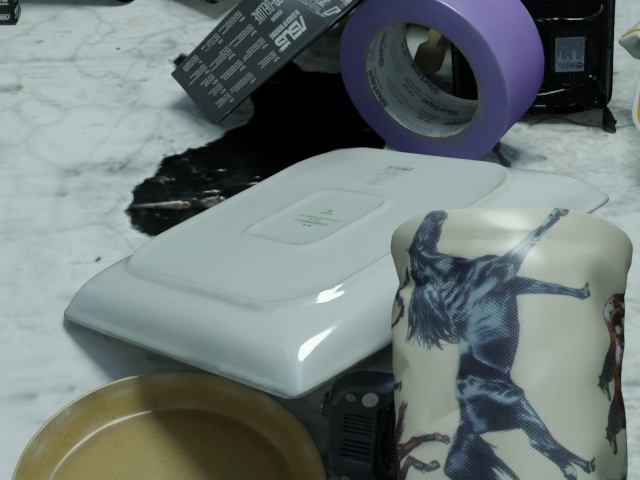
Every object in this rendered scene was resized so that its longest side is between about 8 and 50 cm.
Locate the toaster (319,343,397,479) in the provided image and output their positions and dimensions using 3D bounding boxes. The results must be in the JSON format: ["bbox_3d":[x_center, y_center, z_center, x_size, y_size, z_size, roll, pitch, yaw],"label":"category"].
[{"bbox_3d":[0.120,0.120,1.047,0.227,0.129,0.146,10,40,11],"label":"toaster"}]

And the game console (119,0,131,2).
[{"bbox_3d":[-0.357,-0.419,1.602,0.293,0.173,0.250,26,-4,-35],"label":"game console"}]

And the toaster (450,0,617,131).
[{"bbox_3d":[0.220,-0.213,1.407,0.168,0.185,0.110,-1,38,9],"label":"toaster"}]

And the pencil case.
[{"bbox_3d":[0.128,0.169,0.852,0.160,0.183,0.410,-11,65,24],"label":"pencil case"}]

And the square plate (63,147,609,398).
[{"bbox_3d":[0.000,0.000,1.135,0.344,0.049,0.347,-30,25,-31],"label":"square plate"}]

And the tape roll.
[{"bbox_3d":[0.118,-0.174,1.336,0.189,0.189,0.080,23,46,23],"label":"tape roll"}]

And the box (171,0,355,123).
[{"bbox_3d":[0.009,-0.258,1.341,0.076,0.307,0.242,49,57,-6],"label":"box"}]

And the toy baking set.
[{"bbox_3d":[0.072,-0.250,1.545,0.256,0.030,0.197,29,53,36],"label":"toy baking set"}]

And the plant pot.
[{"bbox_3d":[-0.114,0.194,1.026,0.236,0.032,0.236,2,41,-1],"label":"plant pot"}]

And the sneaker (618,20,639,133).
[{"bbox_3d":[0.385,-0.093,1.306,0.127,0.126,0.321,-27,61,26],"label":"sneaker"}]

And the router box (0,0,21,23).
[{"bbox_3d":[-0.403,-0.290,1.523,0.122,0.092,0.038,0,41,-1],"label":"router box"}]
